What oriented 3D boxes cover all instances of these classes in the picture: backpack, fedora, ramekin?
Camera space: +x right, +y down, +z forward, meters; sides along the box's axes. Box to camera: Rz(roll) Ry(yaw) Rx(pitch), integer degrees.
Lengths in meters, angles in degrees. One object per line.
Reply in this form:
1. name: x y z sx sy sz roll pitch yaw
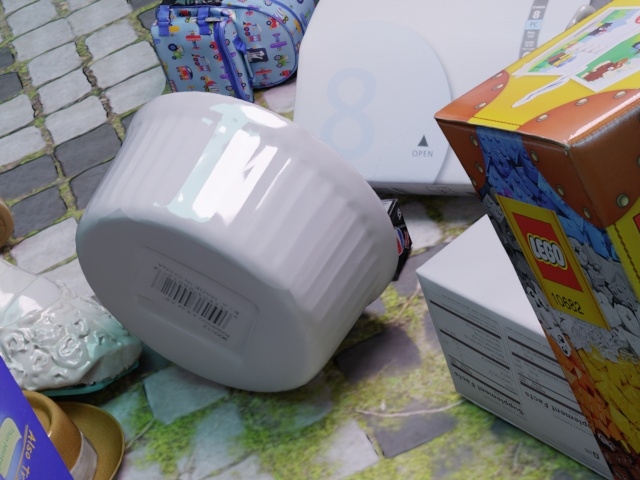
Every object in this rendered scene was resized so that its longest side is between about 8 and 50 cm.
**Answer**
1. backpack: -0.092 -0.236 1.876 0.173 0.158 0.117 3 49 13
2. fedora: -0.276 0.191 1.462 0.194 0.079 0.194 -15 35 11
3. ramekin: -0.082 0.012 1.439 0.277 0.277 0.135 6 51 34

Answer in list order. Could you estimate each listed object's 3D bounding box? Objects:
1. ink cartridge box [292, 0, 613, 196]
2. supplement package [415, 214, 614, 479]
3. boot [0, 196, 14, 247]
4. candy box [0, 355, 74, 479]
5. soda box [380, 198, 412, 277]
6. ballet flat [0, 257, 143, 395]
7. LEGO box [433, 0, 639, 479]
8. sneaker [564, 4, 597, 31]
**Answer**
1. ink cartridge box: 0.132 -0.237 1.604 0.308 0.385 0.091 3 -3 31
2. supplement package: 0.251 0.036 1.329 0.262 0.145 0.204 -37 38 -23
3. boot: -0.475 -0.029 1.851 0.262 0.095 0.203 -23 34 6
4. candy box: -0.266 0.264 1.153 0.122 0.317 0.268 -9 36 20
5. soda box: 0.000 0.000 1.585 0.169 0.060 0.053 -1 39 28
6. ballet flat: -0.370 0.074 1.607 0.409 0.147 0.147 0 41 29
7. LEGO box: 0.389 -0.046 1.116 0.500 0.372 0.193 -33 19 -14
8. sneaker: 0.302 -0.127 1.290 0.262 0.121 0.099 10 45 35
